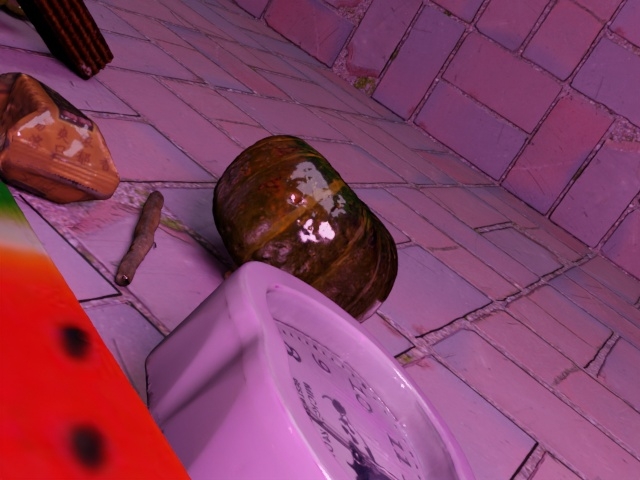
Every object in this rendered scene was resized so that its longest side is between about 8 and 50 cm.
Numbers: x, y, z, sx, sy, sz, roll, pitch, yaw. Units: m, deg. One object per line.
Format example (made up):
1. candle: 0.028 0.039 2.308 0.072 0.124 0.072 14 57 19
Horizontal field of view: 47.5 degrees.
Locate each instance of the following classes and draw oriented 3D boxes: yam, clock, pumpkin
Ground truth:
1. yam: -0.204 -0.006 0.844 0.027 0.029 0.234 1 26 -4
2. clock: 0.023 0.172 0.527 0.338 0.102 0.338 47 10 -11
3. pumpkin: -0.033 -0.001 0.871 0.260 0.189 0.260 48 4 -4

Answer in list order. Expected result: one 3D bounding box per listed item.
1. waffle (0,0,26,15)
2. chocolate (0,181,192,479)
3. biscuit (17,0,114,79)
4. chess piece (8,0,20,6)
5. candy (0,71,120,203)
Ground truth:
1. waffle: -0.616 -0.496 1.396 0.238 0.058 0.243 33 22 -3
2. chocolate: -0.245 0.103 0.308 0.360 0.161 0.341 4 36 -53
3. biscuit: -0.431 -0.399 1.088 0.107 0.073 0.388 39 -16 21
4. chess piece: -0.624 -0.486 1.230 0.307 0.138 0.124 30 42 -2
5. candy: -0.336 -0.136 0.861 0.143 0.101 0.271 23 14 -39
